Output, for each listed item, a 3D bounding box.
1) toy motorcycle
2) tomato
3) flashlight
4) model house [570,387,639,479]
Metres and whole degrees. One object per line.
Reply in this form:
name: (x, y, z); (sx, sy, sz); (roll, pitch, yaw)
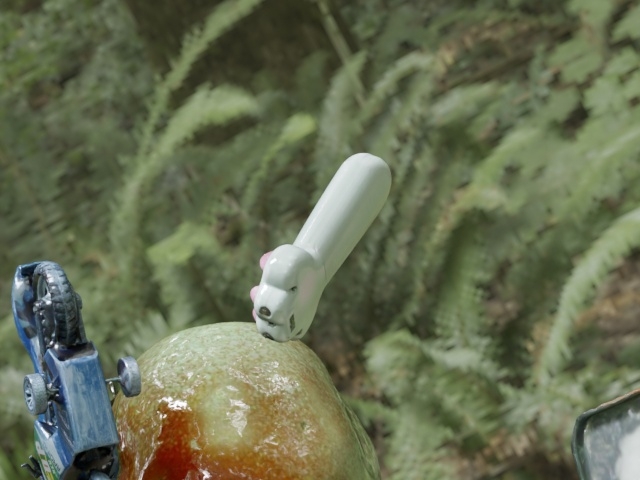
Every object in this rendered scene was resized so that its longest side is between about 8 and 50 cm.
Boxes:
toy motorcycle: (-0.212, 0.138, 1.399); (0.092, 0.254, 0.135); (-12, -5, -25)
tomato: (-0.066, 0.229, 1.589); (0.239, 0.303, 0.303); (-17, 12, 5)
flashlight: (0.000, 0.000, 1.395); (0.047, 0.093, 0.200); (19, 52, 21)
model house: (0.415, 0.190, 1.439); (0.271, 0.190, 0.301); (-30, -19, 37)
